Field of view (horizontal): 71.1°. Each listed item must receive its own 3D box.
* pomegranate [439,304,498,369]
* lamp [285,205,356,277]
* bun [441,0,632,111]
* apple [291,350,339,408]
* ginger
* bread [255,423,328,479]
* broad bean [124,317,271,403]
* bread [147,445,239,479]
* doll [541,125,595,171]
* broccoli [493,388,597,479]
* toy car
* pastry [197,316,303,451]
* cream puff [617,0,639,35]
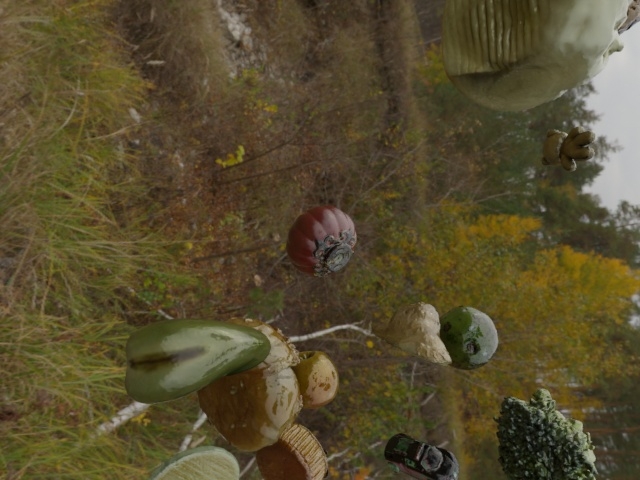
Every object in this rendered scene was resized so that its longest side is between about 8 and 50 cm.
[{"bbox_3d":[0.489,0.326,1.531,0.248,0.214,0.214,-6,85,-81],"label":"pomegranate"},{"bbox_3d":[0.000,0.000,1.354,0.227,0.226,0.227,-12,90,-70],"label":"lamp"},{"bbox_3d":[0.249,-0.263,0.511,0.229,0.145,0.230,177,-90,-69],"label":"bun"},{"bbox_3d":[-0.029,0.421,1.371,0.182,0.182,0.155,1,82,-69],"label":"apple"},{"bbox_3d":[0.216,0.192,0.930,0.115,0.193,0.123,38,82,-27],"label":"ginger"},{"bbox_3d":[-0.082,0.594,1.200,0.104,0.199,0.199,-22,100,-53],"label":"bread"},{"bbox_3d":[-0.193,0.183,0.747,0.263,0.189,0.121,4,70,-62],"label":"broad bean"},{"bbox_3d":[-0.226,0.446,0.871,0.193,0.112,0.036,43,-3,-37],"label":"bread"},{"bbox_3d":[0.340,-0.126,0.618,0.093,0.051,0.062,-20,118,-72],"label":"doll"},{"bbox_3d":[0.555,0.496,1.038,0.245,0.248,0.288,-7,76,-27],"label":"broccoli"},{"bbox_3d":[0.183,0.401,0.825,0.069,0.142,0.055,-42,121,-37],"label":"toy car"},{"bbox_3d":[-0.166,0.341,1.110,0.184,0.284,0.316,3,57,-55],"label":"pastry"},{"bbox_3d":[0.370,-0.378,0.664,0.169,0.183,0.183,60,26,-22],"label":"cream puff"}]
